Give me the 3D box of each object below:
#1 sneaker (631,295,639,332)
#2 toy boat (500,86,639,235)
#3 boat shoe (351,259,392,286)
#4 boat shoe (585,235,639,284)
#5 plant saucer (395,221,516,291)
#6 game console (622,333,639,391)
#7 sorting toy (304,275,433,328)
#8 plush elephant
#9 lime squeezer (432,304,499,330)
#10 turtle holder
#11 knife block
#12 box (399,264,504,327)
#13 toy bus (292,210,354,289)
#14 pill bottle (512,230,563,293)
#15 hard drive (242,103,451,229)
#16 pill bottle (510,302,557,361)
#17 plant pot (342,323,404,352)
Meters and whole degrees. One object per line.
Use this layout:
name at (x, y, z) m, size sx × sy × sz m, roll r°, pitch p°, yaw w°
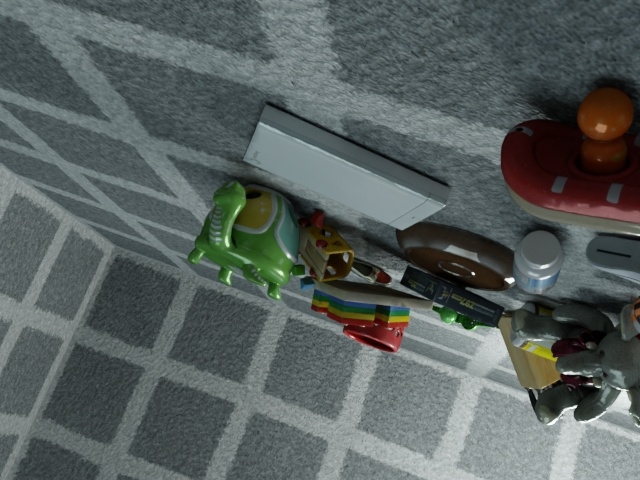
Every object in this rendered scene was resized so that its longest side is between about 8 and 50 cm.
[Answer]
sneaker at (0.724, 0.168, 1.215) m, size 0.321 × 0.125 × 0.180 m, roll 18°, pitch 167°, yaw 15°
toy boat at (0.324, -0.105, 0.798) m, size 0.231 × 0.151 × 0.151 m, roll 12°, pitch 133°, yaw 32°
boat shoe at (0.141, 0.091, 1.972) m, size 0.137 × 0.049 × 0.043 m, roll 25°, pitch 165°, yaw 6°
boat shoe at (0.548, 0.039, 1.116) m, size 0.076 × 0.083 × 0.226 m, roll 18°, pitch -176°, yaw -46°
plant saucer at (0.307, 0.046, 1.541) m, size 0.310 × 0.050 × 0.310 m, roll 21°, pitch 167°, yaw 5°
game console at (0.761, 0.301, 1.631) m, size 0.085 × 0.144 × 0.124 m, roll 33°, pitch 162°, yaw -36°
sorting toy at (0.114, 0.167, 1.803) m, size 0.255 × 0.089 × 0.257 m, roll 9°, pitch -178°, yaw -24°
plush elephant at (0.599, 0.262, 1.495) m, size 0.330 × 0.272 × 0.255 m, roll -8°, pitch 170°, yaw 12°
lime squeezer at (0.403, 0.228, 2.046) m, size 0.310 × 0.059 × 0.110 m, roll 17°, pitch -175°, yaw 21°
turtle holder at (-0.183, -0.020, 1.641) m, size 0.243 × 0.227 × 0.320 m, roll 7°, pitch 159°, yaw 48°
knife block at (0.584, 0.355, 1.900) m, size 0.275 × 0.242 × 0.088 m, roll 26°, pitch 165°, yaw -17°
box at (0.320, 0.135, 1.717) m, size 0.183 × 0.059 × 0.232 m, roll 24°, pitch -179°, yaw -15°
toy bus at (0.004, 0.011, 1.725) m, size 0.104 × 0.202 × 0.191 m, roll -6°, pitch 172°, yaw -28°
pill bottle at (0.401, 0.038, 1.278) m, size 0.087 × 0.087 × 0.160 m, roll 17°, pitch 166°, yaw 18°
hard drive at (0.037, -0.125, 1.286) m, size 0.353 × 0.047 × 0.233 m, roll 24°, pitch 166°, yaw -8°
pill bottle at (0.592, 0.242, 1.718) m, size 0.215 × 0.117 × 0.117 m, roll 21°, pitch 167°, yaw 1°
plant pot at (0.187, 0.251, 2.245) m, size 0.191 × 0.174 × 0.191 m, roll 20°, pitch 167°, yaw 5°
